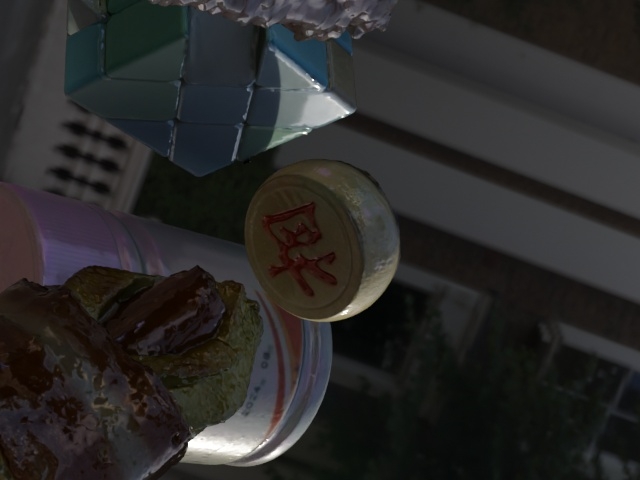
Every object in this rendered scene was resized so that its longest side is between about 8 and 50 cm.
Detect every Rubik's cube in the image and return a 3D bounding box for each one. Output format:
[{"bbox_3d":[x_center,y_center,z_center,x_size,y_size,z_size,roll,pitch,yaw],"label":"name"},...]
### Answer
[{"bbox_3d":[-0.099,-0.195,1.090,0.265,0.224,0.213,-20,-120,27],"label":"Rubik's cube"}]

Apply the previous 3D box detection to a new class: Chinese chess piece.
[{"bbox_3d":[0.000,0.000,0.931,0.051,0.122,0.122,-23,144,-50],"label":"Chinese chess piece"}]

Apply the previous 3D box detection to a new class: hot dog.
[{"bbox_3d":[-0.129,0.079,0.566,0.261,0.123,0.093,-42,168,-31],"label":"hot dog"}]

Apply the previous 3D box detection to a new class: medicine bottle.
[{"bbox_3d":[-0.163,0.080,1.054,0.202,0.316,0.202,-14,-111,41],"label":"medicine bottle"}]

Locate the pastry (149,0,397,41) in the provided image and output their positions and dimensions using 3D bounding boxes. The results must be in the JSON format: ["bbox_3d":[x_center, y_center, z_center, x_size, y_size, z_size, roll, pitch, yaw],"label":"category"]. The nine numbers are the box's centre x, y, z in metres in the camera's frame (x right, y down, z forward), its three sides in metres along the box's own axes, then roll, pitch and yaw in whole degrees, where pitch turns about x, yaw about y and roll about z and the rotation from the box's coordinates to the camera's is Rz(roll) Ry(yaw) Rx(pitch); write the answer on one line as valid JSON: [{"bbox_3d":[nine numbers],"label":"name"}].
[{"bbox_3d":[-0.012,-0.133,0.453,0.265,0.112,0.103,-8,88,-71],"label":"pastry"}]
